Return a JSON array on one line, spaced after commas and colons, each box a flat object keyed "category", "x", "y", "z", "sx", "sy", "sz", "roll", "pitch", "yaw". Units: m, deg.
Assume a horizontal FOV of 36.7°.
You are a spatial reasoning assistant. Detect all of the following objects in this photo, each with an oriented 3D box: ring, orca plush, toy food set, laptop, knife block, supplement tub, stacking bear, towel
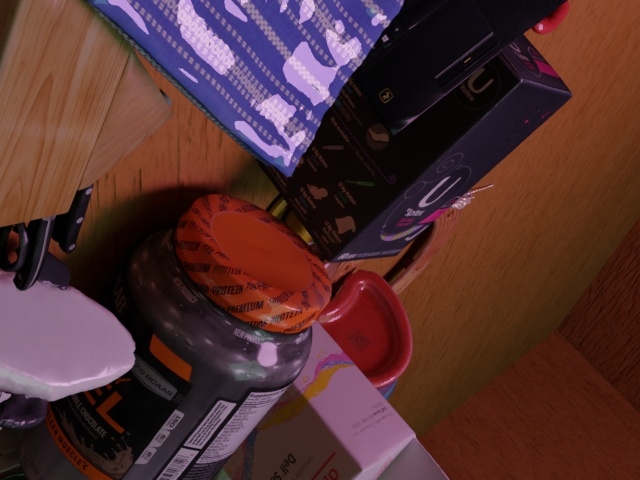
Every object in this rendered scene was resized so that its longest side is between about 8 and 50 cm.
[{"category": "ring", "x": 0.090, "y": 0.037, "z": 1.496, "sx": 0.336, "sy": 0.032, "sz": 0.337, "roll": -37, "pitch": 159, "yaw": -17}, {"category": "orca plush", "x": -0.296, "y": 0.087, "z": 0.792, "sx": 0.102, "sy": 0.151, "sz": 0.287, "roll": -13, "pitch": 176, "yaw": 40}, {"category": "toy food set", "x": 0.000, "y": 0.000, "z": 1.197, "sx": 0.128, "sy": 0.071, "sz": 0.218, "roll": -40, "pitch": 160, "yaw": -7}, {"category": "laptop", "x": 0.096, "y": -0.257, "z": 0.767, "sx": 0.234, "sy": 0.264, "sz": 0.136, "roll": -38, "pitch": -164, "yaw": -10}, {"category": "knife block", "x": -0.227, "y": -0.065, "z": 0.627, "sx": 0.242, "sy": 0.088, "sz": 0.276, "roll": -41, "pitch": 160, "yaw": -7}, {"category": "supplement tub", "x": -0.148, "y": 0.130, "z": 0.988, "sx": 0.338, "sy": 0.207, "sz": 0.207, "roll": -52, "pitch": 158, "yaw": 23}, {"category": "stacking bear", "x": 0.028, "y": 0.201, "z": 1.455, "sx": 0.175, "sy": 0.164, "sz": 0.289, "roll": -31, "pitch": 161, "yaw": -26}, {"category": "towel", "x": 0.016, "y": -0.225, "z": 0.634, "sx": 0.336, "sy": 0.040, "sz": 0.243, "roll": -56, "pitch": 148, "yaw": -4}]

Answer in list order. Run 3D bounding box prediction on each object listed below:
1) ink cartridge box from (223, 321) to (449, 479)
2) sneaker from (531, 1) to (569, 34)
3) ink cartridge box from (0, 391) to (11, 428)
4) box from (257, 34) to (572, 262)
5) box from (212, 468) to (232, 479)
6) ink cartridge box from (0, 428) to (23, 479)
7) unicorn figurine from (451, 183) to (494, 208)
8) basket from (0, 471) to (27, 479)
[{"category": "ink cartridge box", "x": -0.024, "y": 0.252, "z": 1.246, "sx": 0.119, "sy": 0.353, "sz": 0.207, "roll": -18, "pitch": 148, "yaw": -49}, {"category": "sneaker", "x": 0.238, "y": -0.314, "z": 0.943, "sx": 0.107, "sy": 0.118, "sz": 0.279, "roll": -37, "pitch": 159, "yaw": -17}, {"category": "ink cartridge box", "x": -0.346, "y": 0.149, "z": 0.878, "sx": 0.099, "sy": 0.056, "sz": 0.135, "roll": -42, "pitch": 159, "yaw": -2}, {"category": "box", "x": 0.097, "y": -0.115, "z": 0.998, "sx": 0.270, "sy": 0.143, "sz": 0.165, "roll": -44, "pitch": 161, "yaw": 26}, {"category": "box", "x": -0.162, "y": 0.334, "z": 1.489, "sx": 0.148, "sy": 0.121, "sz": 0.311, "roll": -24, "pitch": 153, "yaw": -41}, {"category": "ink cartridge box", "x": -0.369, "y": 0.266, "z": 1.056, "sx": 0.150, "sy": 0.063, "sz": 0.109, "roll": -52, "pitch": 157, "yaw": 25}, {"category": "unicorn figurine", "x": 0.131, "y": -0.083, "z": 1.216, "sx": 0.060, "sy": 0.111, "sz": 0.162, "roll": -53, "pitch": 157, "yaw": 25}, {"category": "basket", "x": -0.345, "y": 0.388, "z": 1.015, "sx": 0.154, "sy": 0.204, "sz": 0.227, "roll": 5, "pitch": 142, "yaw": -48}]
